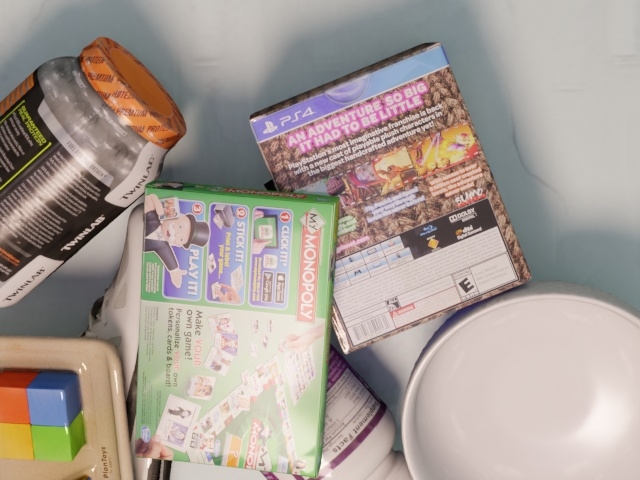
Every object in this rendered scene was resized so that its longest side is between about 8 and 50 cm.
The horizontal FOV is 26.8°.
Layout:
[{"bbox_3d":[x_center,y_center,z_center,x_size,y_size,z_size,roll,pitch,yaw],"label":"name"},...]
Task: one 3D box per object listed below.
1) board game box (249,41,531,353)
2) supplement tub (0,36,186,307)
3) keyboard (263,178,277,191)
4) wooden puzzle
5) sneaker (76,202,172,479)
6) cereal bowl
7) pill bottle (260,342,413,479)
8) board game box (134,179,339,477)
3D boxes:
[{"bbox_3d":[0.077,-0.053,1.562,0.232,0.141,0.291,-22,98,0],"label":"board game box"},{"bbox_3d":[-0.323,-0.083,1.592,0.316,0.193,0.193,-39,95,13],"label":"supplement tub"},{"bbox_3d":[0.000,0.000,1.652,0.100,0.038,0.192,-34,95,12],"label":"keyboard"},{"bbox_3d":[-0.390,0.269,1.606,0.348,0.080,0.322,3,111,15],"label":"wooden puzzle"},{"bbox_3d":[-0.303,0.154,1.649,0.257,0.169,0.447,9,105,3],"label":"sneaker"},{"bbox_3d":[0.266,0.199,1.602,0.339,0.141,0.339,1,107,3],"label":"cereal bowl"},{"bbox_3d":[-0.016,0.218,1.631,0.169,0.169,0.301,-40,95,12],"label":"pill bottle"},{"bbox_3d":[-0.095,0.100,1.503,0.213,0.046,0.317,6,103,6],"label":"board game box"}]
